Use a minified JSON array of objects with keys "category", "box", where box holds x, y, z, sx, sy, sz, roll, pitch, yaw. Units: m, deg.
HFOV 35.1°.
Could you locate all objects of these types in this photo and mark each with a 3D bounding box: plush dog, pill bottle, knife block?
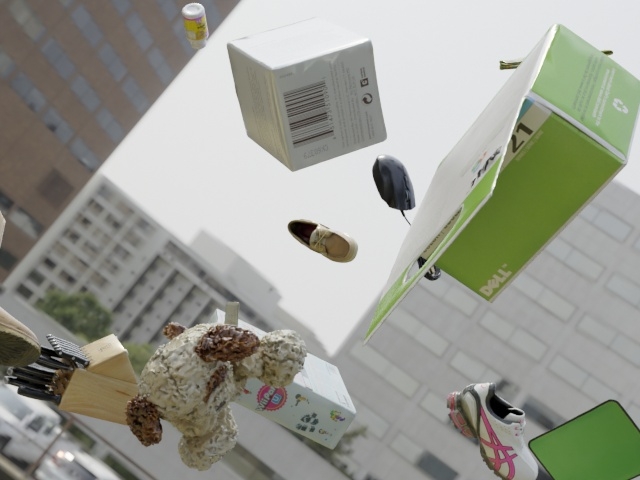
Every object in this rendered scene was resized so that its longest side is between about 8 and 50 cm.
[{"category":"plush dog","box":[-0.176,0.189,1.460,0.210,0.262,0.225,44,5,11]},{"category":"pill bottle","box":[-0.239,-0.409,1.941,0.043,0.043,0.083,32,-32,28]},{"category":"knife block","box":[-0.500,0.310,2.074,0.088,0.242,0.276,36,-34,54]}]

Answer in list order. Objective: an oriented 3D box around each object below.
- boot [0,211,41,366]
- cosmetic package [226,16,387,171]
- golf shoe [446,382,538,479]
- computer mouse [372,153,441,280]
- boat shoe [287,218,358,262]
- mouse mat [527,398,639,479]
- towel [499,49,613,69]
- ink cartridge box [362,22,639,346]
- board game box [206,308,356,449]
[{"category":"boot","box":[-0.565,0.057,1.724,0.236,0.089,0.269,39,33,-41]},{"category":"cosmetic package","box":[-0.021,-0.210,1.419,0.183,0.151,0.151,-137,-148,-57]},{"category":"golf shoe","box":[0.264,0.280,1.451,0.086,0.067,0.186,-29,-68,33]},{"category":"computer mouse","box":[0.156,-0.045,1.741,0.071,0.041,0.242,-10,72,-51]},{"category":"boat shoe","box":[0.000,0.000,1.574,0.135,0.050,0.045,20,3,43]},{"category":"mouse mat","box":[0.482,0.375,1.784,0.152,0.189,0.007,52,28,-6]},{"category":"towel","box":[0.449,-0.352,1.954,0.237,0.102,0.021,-165,-118,-67]},{"category":"ink cartridge box","box":[0.145,-0.025,0.790,0.097,0.255,0.189,33,-48,-4]},{"category":"board game box","box":[-0.095,0.276,2.046,0.303,0.097,0.224,29,9,-16]}]
